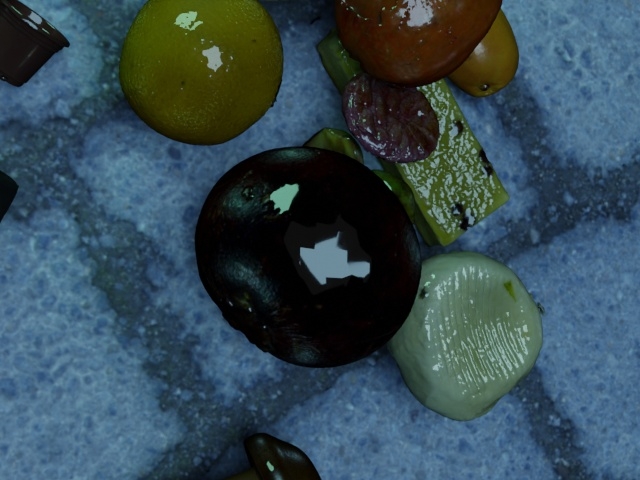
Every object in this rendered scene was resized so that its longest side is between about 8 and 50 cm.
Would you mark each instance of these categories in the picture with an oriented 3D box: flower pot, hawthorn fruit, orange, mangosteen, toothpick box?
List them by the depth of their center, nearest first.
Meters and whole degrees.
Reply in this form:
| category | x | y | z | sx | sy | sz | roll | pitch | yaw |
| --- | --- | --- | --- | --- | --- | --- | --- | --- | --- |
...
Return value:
| category | x | y | z | sx | sy | sz | roll | pitch | yaw |
| --- | --- | --- | --- | --- | --- | --- | --- | --- | --- |
| flower pot | -0.402 | -0.258 | 1.534 | 0.111 | 0.111 | 0.089 | 37 | 98 | -16 |
| orange | -0.155 | -0.234 | 1.534 | 0.236 | 0.236 | 0.236 | -1 | 94 | -17 |
| hawthorn fruit | 0.153 | -0.336 | 1.550 | 0.299 | 0.211 | 0.211 | -36 | 103 | -1 |
| mangosteen | -0.008 | 0.009 | 1.566 | 0.330 | 0.330 | 0.330 | -1 | 94 | -17 |
| toothpick box | -0.134 | 0.393 | 1.610 | 0.294 | 0.192 | 0.192 | -23 | 100 | -9 |

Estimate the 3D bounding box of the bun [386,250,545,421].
| category | x | y | z | sx | sy | sz | roll | pitch | yaw |
| --- | --- | --- | --- | --- | --- | --- | --- | --- | --- |
| bun | 0.201 | 0.140 | 1.711 | 0.259 | 0.160 | 0.259 | 0 | 89 | -31 |

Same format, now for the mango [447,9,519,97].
| category | x | y | z | sx | sy | sz | roll | pitch | yaw |
| --- | --- | --- | --- | --- | --- | --- | --- | --- | --- |
| mango | 0.209 | -0.315 | 1.706 | 0.145 | 0.112 | 0.219 | -32 | 92 | -52 |

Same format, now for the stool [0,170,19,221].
| category | x | y | z | sx | sy | sz | roll | pitch | yaw |
| --- | --- | --- | --- | --- | --- | --- | --- | --- | --- |
| stool | -0.507 | -0.063 | 1.447 | 0.232 | 0.232 | 0.141 | 26 | 88 | -17 |

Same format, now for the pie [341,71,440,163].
| category | x | y | z | sx | sy | sz | roll | pitch | yaw |
| --- | --- | --- | --- | --- | --- | --- | --- | --- | --- |
| pie | 0.098 | -0.174 | 1.611 | 0.155 | 0.036 | 0.154 | 14 | 59 | -25 |

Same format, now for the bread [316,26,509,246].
| category | x | y | z | sx | sy | sz | roll | pitch | yaw |
| --- | --- | --- | --- | --- | --- | --- | --- | --- | --- |
| bread | 0.136 | -0.175 | 1.712 | 0.138 | 0.077 | 0.361 | -34 | 102 | -13 |
